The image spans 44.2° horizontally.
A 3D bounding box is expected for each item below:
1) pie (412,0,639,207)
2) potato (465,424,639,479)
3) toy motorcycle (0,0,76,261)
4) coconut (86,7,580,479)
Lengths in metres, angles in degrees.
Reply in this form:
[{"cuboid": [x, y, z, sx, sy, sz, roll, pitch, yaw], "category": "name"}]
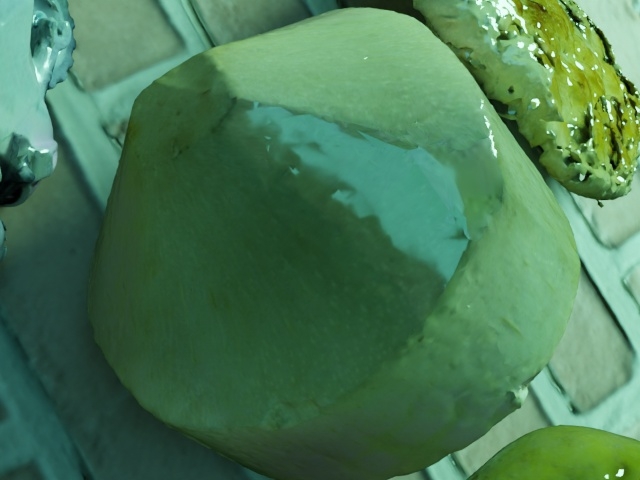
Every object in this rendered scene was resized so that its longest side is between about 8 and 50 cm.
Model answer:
[{"cuboid": [0.141, -0.146, 0.547, 0.274, 0.055, 0.274, 32, 39, -31], "category": "pie"}, {"cuboid": [0.138, 0.204, 0.462, 0.200, 0.137, 0.154, -39, 90, -24], "category": "potato"}, {"cuboid": [-0.204, -0.051, 0.395, 0.239, 0.108, 0.204, -10, 106, -55], "category": "toy motorcycle"}, {"cuboid": [0.000, 0.000, 0.422, 0.259, 0.259, 0.259, 6, 73, -19], "category": "coconut"}]
